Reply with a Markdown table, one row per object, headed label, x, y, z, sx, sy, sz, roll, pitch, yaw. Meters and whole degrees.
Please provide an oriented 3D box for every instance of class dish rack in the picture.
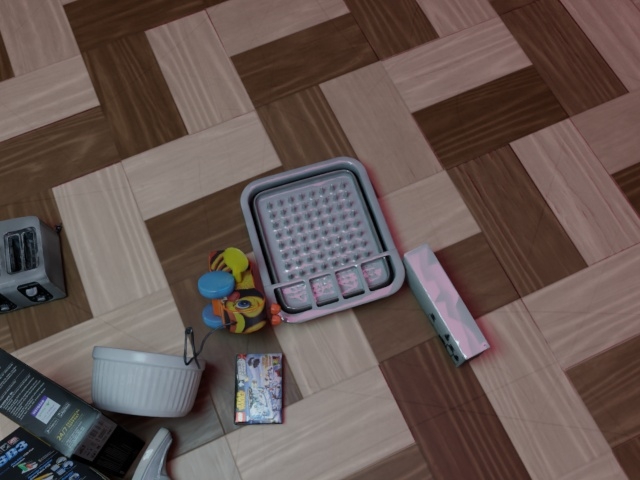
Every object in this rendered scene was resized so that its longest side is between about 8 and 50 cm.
| label | x | y | z | sx | sy | sz | roll | pitch | yaw |
| --- | --- | --- | --- | --- | --- | --- | --- | --- | --- |
| dish rack | 0.000 | 0.000 | 1.306 | 0.286 | 0.072 | 0.332 | -16 | 70 | -5 |

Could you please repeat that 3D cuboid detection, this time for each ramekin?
| label | x | y | z | sx | sy | sz | roll | pitch | yaw |
| --- | --- | --- | --- | --- | --- | --- | --- | --- | --- |
| ramekin | -0.324 | 0.262 | 1.143 | 0.207 | 0.207 | 0.109 | 7 | 78 | 3 |

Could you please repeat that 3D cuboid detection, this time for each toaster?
| label | x | y | z | sx | sy | sz | roll | pitch | yaw |
| --- | --- | --- | --- | --- | --- | --- | --- | --- | --- |
| toaster | -0.631 | 0.045 | 1.276 | 0.168 | 0.110 | 0.185 | -14 | 69 | -5 |

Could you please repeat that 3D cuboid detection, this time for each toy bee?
| label | x | y | z | sx | sy | sz | roll | pitch | yaw |
| --- | --- | --- | --- | --- | --- | --- | --- | --- | --- |
| toy bee | -0.154 | 0.129 | 1.191 | 0.162 | 0.195 | 0.298 | 0 | 53 | 0 |

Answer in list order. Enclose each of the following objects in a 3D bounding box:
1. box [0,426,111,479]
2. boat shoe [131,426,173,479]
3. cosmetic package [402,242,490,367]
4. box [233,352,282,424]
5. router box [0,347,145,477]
| label | x | y | z | sx | sy | sz | roll | pitch | yaw |
| --- | --- | --- | --- | --- | --- | --- | --- | --- | --- |
| box | -0.517 | 0.472 | 1.011 | 0.293 | 0.073 | 0.295 | 16 | 35 | 29 |
| boat shoe | -0.310 | 0.465 | 1.133 | 0.081 | 0.079 | 0.227 | 21 | 75 | -1 |
| cosmetic package | 0.244 | 0.131 | 1.237 | 0.060 | 0.099 | 0.239 | -25 | 70 | -10 |
| box | -0.122 | 0.293 | 1.217 | 0.094 | 0.027 | 0.137 | 0 | 69 | -1 |
| router box | -0.456 | 0.301 | 1.066 | 0.243 | 0.309 | 0.081 | 27 | 66 | 12 |
